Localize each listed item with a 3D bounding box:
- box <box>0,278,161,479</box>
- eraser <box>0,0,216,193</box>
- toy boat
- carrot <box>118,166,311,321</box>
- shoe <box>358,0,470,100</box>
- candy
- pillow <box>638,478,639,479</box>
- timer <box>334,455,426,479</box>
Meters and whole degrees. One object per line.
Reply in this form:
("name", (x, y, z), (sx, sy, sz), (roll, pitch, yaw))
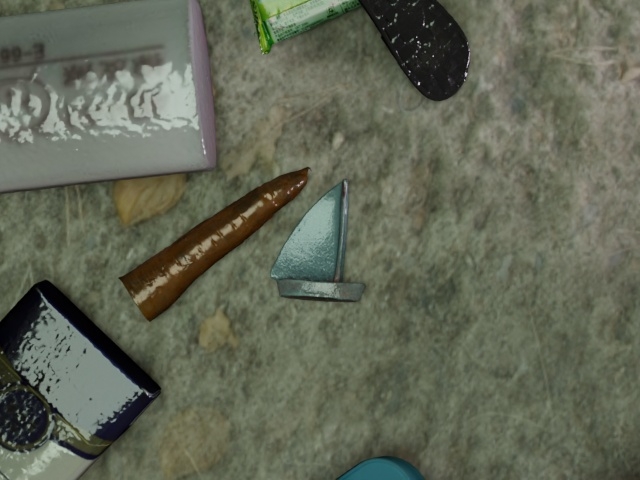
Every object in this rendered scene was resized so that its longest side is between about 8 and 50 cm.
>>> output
("box", (-0.305, 0.187, 1.374), (0.168, 0.071, 0.259), (43, 96, 3))
("eraser", (-0.246, -0.141, 1.350), (0.270, 0.095, 0.174), (-6, 88, 5))
("toy boat", (0.000, -0.001, 1.366), (0.096, 0.034, 0.122), (3, 83, 5))
("carrot", (-0.099, -0.004, 1.362), (0.224, 0.057, 0.057), (-36, 88, 2))
("shoe", (0.083, -0.220, 1.335), (0.071, 0.049, 0.179), (-38, 112, 3))
("candy", (0.005, -0.263, 1.353), (0.178, 0.032, 0.102), (-24, 93, 4))
("pillow", (0.288, 0.326, 1.281), (0.270, 0.067, 0.173), (-39, 85, 35))
("timer", (0.059, 0.357, 1.332), (0.232, 0.091, 0.250), (-38, 77, 21))
